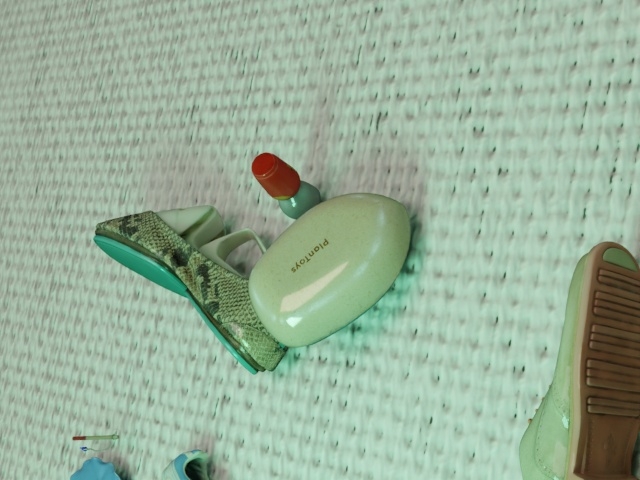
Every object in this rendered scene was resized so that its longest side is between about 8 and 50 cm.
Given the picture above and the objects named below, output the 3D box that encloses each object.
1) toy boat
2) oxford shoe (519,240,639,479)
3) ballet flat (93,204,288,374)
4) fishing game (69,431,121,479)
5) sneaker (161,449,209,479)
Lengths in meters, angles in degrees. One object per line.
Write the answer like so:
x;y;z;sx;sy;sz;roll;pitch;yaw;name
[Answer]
0.000;0.000;1.916;0.267;0.148;0.318;-37;51;8;toy boat
0.294;0.196;1.512;0.146;0.140;0.397;-8;68;53;oxford shoe
-0.182;0.043;2.110;0.182;0.164;0.483;-49;46;-8;ballet flat
-0.381;0.466;2.231;0.189;0.041;0.264;-12;75;45;fishing game
-0.180;0.427;1.989;0.086;0.085;0.237;-42;51;20;sneaker
